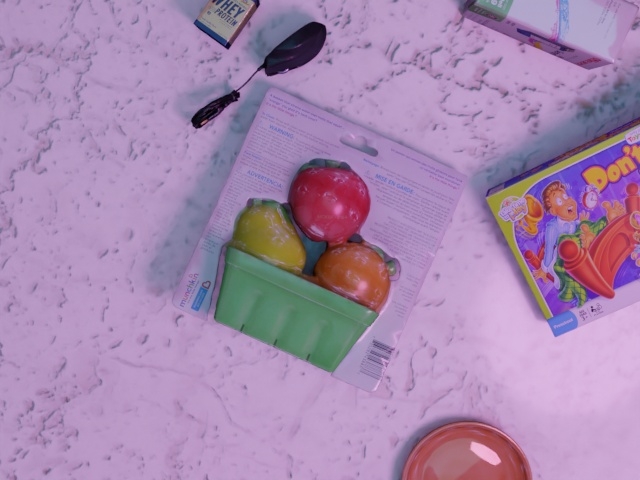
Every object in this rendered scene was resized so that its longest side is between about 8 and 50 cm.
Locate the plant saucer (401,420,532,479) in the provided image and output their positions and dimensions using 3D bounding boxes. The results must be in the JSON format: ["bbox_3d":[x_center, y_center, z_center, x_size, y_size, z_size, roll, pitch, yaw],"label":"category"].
[{"bbox_3d":[0.222,0.370,1.720,0.200,0.037,0.200,0,96,1],"label":"plant saucer"}]

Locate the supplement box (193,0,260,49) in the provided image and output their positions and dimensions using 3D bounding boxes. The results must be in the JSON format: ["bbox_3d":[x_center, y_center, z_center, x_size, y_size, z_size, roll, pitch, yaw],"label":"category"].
[{"bbox_3d":[-0.134,-0.327,1.624,0.056,0.083,0.083,35,94,-4],"label":"supplement box"}]

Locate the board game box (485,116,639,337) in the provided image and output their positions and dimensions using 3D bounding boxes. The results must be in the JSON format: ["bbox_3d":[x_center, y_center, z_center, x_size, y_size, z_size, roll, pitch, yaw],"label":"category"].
[{"bbox_3d":[0.445,-0.040,1.621,0.347,0.078,0.233,-26,95,15],"label":"board game box"}]

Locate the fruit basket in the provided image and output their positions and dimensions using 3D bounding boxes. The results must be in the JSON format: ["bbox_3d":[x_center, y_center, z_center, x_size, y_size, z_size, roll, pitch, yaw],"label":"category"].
[{"bbox_3d":[0.000,0.000,1.646,0.327,0.165,0.353,23,80,-3],"label":"fruit basket"}]

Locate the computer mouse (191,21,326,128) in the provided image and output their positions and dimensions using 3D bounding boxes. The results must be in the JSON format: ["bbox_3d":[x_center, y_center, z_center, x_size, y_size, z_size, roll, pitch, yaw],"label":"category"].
[{"bbox_3d":[-0.085,-0.234,1.641,0.242,0.071,0.041,-37,89,5],"label":"computer mouse"}]

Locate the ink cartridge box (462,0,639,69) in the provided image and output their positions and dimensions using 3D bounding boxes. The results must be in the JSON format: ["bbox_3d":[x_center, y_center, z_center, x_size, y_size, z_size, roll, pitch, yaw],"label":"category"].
[{"bbox_3d":[0.320,-0.324,1.589,0.212,0.154,0.093,21,95,-2],"label":"ink cartridge box"}]
